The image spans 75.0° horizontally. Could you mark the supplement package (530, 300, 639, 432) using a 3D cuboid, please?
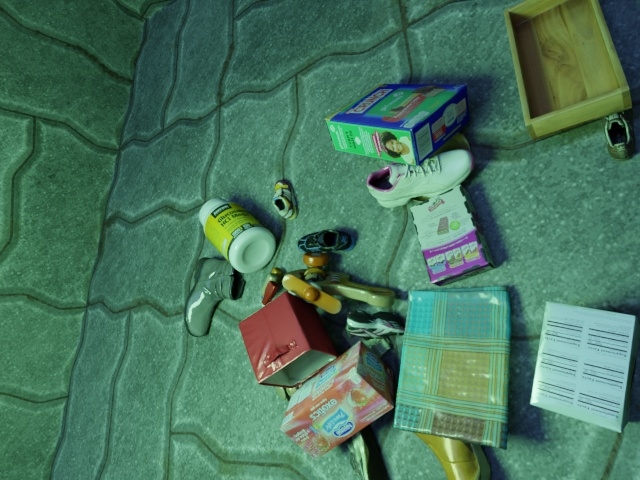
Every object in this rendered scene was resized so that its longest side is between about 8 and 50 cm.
[{"bbox_3d":[0.533,0.243,0.832,0.149,0.194,0.203,7,82,41],"label":"supplement package"}]

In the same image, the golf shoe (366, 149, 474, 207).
[{"bbox_3d":[0.270,-0.180,1.168,0.306,0.140,0.115,-21,63,31],"label":"golf shoe"}]

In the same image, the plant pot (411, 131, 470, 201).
[{"bbox_3d":[0.333,-0.223,1.241,0.236,0.032,0.236,-12,70,37],"label":"plant pot"}]

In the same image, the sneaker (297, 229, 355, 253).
[{"bbox_3d":[0.000,0.000,1.402,0.232,0.090,0.082,-6,73,37],"label":"sneaker"}]

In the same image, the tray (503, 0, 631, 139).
[{"bbox_3d":[0.596,-0.463,1.037,0.202,0.076,0.411,-16,57,35],"label":"tray"}]

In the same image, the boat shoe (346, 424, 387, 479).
[{"bbox_3d":[0.118,0.599,1.141,0.073,0.080,0.224,-37,51,31],"label":"boat shoe"}]

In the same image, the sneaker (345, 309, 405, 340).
[{"bbox_3d":[0.151,0.246,1.176,0.072,0.178,0.077,-95,20,-60],"label":"sneaker"}]

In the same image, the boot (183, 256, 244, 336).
[{"bbox_3d":[-0.417,0.225,1.661,0.222,0.118,0.338,1,81,34],"label":"boot"}]

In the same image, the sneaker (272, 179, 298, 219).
[{"bbox_3d":[-0.145,-0.165,1.573,0.069,0.084,0.186,-39,56,23],"label":"sneaker"}]

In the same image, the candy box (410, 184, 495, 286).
[{"bbox_3d":[0.353,-0.011,1.134,0.159,0.071,0.234,-25,63,31],"label":"candy box"}]

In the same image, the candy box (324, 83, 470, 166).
[{"bbox_3d":[0.221,-0.351,1.217,0.268,0.122,0.317,-41,39,-27],"label":"candy box"}]

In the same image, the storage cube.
[{"bbox_3d":[-0.091,0.290,1.209,0.183,0.215,0.193,-36,56,11],"label":"storage cube"}]

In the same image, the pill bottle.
[{"bbox_3d":[-0.334,-0.034,1.617,0.334,0.188,0.188,38,101,39],"label":"pill bottle"}]

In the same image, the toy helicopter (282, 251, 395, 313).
[{"bbox_3d":[0.045,0.140,1.242,0.355,0.235,0.140,10,102,29],"label":"toy helicopter"}]

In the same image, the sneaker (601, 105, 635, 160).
[{"bbox_3d":[0.679,-0.279,0.953,0.066,0.071,0.189,-14,69,35],"label":"sneaker"}]

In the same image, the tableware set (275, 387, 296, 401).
[{"bbox_3d":[-0.125,0.448,1.361,0.141,0.020,0.169,-18,91,56],"label":"tableware set"}]

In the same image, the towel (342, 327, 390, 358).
[{"bbox_3d":[0.135,0.295,1.247,0.110,0.027,0.148,-51,52,14],"label":"towel"}]

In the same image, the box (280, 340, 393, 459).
[{"bbox_3d":[0.049,0.443,1.161,0.142,0.154,0.300,44,110,-7],"label":"box"}]

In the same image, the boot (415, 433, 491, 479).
[{"bbox_3d":[0.300,0.506,1.014,0.211,0.104,0.295,8,77,45],"label":"boot"}]

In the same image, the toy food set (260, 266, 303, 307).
[{"bbox_3d":[-0.138,0.198,1.445,0.232,0.111,0.105,42,116,38],"label":"toy food set"}]

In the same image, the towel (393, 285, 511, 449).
[{"bbox_3d":[0.323,0.288,1.029,0.271,0.040,0.370,-7,57,37],"label":"towel"}]

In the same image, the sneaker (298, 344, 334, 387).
[{"bbox_3d":[-0.081,0.395,1.349,0.270,0.090,0.145,-4,72,35],"label":"sneaker"}]
